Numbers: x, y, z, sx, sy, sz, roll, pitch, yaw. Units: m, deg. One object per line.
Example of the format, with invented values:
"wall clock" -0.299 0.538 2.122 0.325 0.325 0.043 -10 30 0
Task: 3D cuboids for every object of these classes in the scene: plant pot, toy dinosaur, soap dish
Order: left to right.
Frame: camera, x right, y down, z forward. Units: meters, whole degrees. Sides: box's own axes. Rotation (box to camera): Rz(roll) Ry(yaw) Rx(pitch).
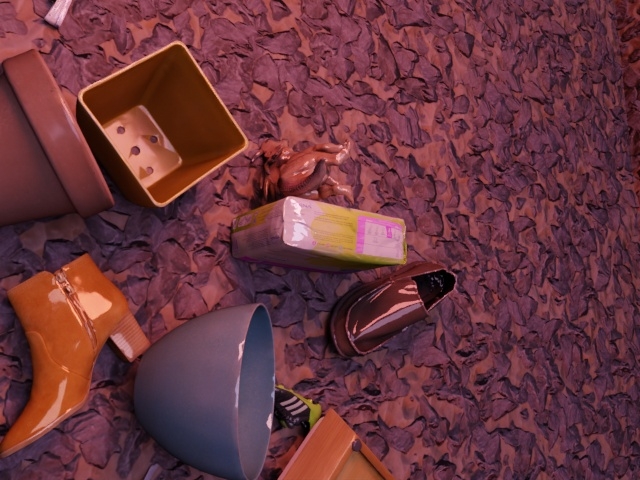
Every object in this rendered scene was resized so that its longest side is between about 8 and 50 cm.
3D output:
"plant pot" -0.475 -0.126 0.917 0.229 0.263 0.263 -26 97 -18
"plant pot" -0.295 -0.182 1.064 0.212 0.187 0.212 -42 106 -31
"plant pot" -0.198 0.252 1.031 0.195 0.290 0.291 0 79 7
"toy dinosaur" -0.041 -0.127 1.179 0.200 0.296 0.127 -4 104 0
"soap dish" 0.019 0.517 1.182 0.291 0.118 0.229 -51 119 -29

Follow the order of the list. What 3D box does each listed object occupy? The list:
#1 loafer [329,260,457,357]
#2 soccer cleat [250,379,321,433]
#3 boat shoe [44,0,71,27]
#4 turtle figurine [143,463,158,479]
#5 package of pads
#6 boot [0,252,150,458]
"loafer" 0.171 0.137 1.364 0.365 0.130 0.134 -32 100 -34
"soccer cleat" -0.071 0.330 1.209 0.178 0.060 0.072 34 66 -29
"boat shoe" -0.465 -0.430 1.085 0.035 0.035 0.100 24 76 -32
"turtle figurine" -0.264 0.494 0.949 0.197 0.266 0.275 28 98 12
"package of pads" 0.000 0.000 1.210 0.296 0.229 0.101 9 77 -32
"boot" -0.438 0.170 0.969 0.211 0.104 0.295 53 53 -9
